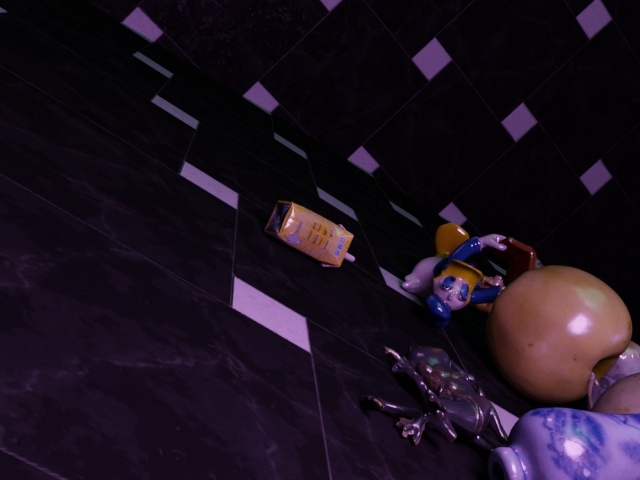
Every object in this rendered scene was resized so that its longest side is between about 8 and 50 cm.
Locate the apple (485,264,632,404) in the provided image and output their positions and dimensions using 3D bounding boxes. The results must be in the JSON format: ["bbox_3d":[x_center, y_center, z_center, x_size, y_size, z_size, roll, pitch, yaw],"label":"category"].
[{"bbox_3d":[0.452,0.177,1.589,0.262,0.262,0.262,33,12,-8],"label":"apple"}]

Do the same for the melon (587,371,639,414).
[{"bbox_3d":[0.526,0.320,1.231,0.272,0.271,0.308,34,-20,-3],"label":"melon"}]

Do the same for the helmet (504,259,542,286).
[{"bbox_3d":[0.538,0.170,2.182,0.257,0.137,0.204,-65,138,-70],"label":"helmet"}]

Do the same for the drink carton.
[{"bbox_3d":[0.000,0.000,1.525,0.200,0.084,0.074,27,-9,-28],"label":"drink carton"}]

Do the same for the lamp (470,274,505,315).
[{"bbox_3d":[0.445,0.157,2.034,0.253,0.118,0.118,38,12,12],"label":"lamp"}]

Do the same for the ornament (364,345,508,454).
[{"bbox_3d":[0.130,0.192,1.110,0.236,0.080,0.202,22,21,-46],"label":"ornament"}]

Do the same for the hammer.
[{"bbox_3d":[0.554,0.280,1.775,0.113,0.202,0.305,-1,10,-27],"label":"hammer"}]

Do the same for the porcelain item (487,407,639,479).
[{"bbox_3d":[0.341,0.277,1.062,0.259,0.141,0.141,-6,26,-16],"label":"porcelain item"}]

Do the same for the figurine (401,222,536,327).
[{"bbox_3d":[0.302,0.095,1.710,0.338,0.284,0.204,-38,113,-60],"label":"figurine"}]
